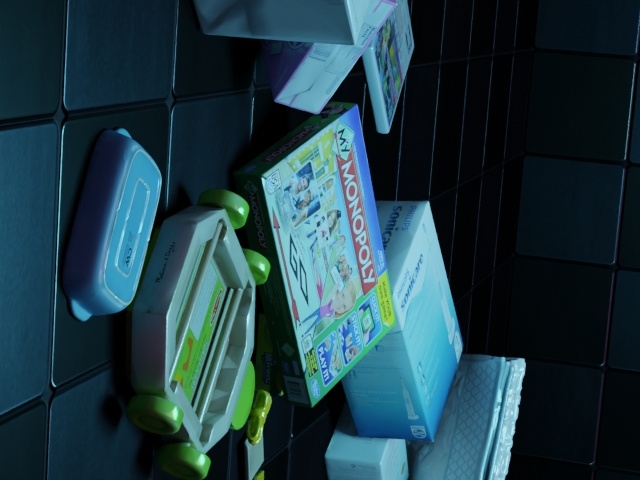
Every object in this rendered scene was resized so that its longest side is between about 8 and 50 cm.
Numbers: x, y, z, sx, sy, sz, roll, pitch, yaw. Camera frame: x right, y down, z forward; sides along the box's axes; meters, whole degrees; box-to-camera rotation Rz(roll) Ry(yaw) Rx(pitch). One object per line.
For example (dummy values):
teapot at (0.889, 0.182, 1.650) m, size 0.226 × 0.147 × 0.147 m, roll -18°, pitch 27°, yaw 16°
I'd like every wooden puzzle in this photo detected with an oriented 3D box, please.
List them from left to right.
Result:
wooden puzzle at (-0.086, 0.268, 1.966) m, size 0.078 × 0.014 × 0.116 m, roll -55°, pitch 148°, yaw -67°

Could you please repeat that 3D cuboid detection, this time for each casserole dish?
casserole dish at (-0.190, -0.014, 1.450) m, size 0.114 × 0.037 × 0.188 m, roll 56°, pitch 45°, yaw -66°

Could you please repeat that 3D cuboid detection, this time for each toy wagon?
toy wagon at (-0.123, 0.121, 1.680) m, size 0.344 × 0.068 × 0.267 m, roll 73°, pitch 29°, yaw -56°

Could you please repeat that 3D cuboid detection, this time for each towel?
towel at (0.184, 0.342, 2.494) m, size 0.053 × 0.317 × 0.332 m, roll 20°, pitch 75°, yaw -32°

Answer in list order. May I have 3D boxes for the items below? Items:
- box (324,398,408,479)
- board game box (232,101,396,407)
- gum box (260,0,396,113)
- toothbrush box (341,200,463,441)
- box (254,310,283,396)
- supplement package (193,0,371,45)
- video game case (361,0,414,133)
box at (0.073, 0.349, 2.403) m, size 0.130 × 0.091 × 0.170 m, roll -67°, pitch 157°, yaw -47°
board game box at (0.000, 0.016, 1.919) m, size 0.213 × 0.046 × 0.317 m, roll -40°, pitch 127°, yaw -44°
gum box at (0.008, -0.249, 1.749) m, size 0.188 × 0.062 × 0.107 m, roll -52°, pitch -143°, yaw 37°
toothbrush box at (0.108, 0.118, 2.301) m, size 0.216 × 0.126 × 0.296 m, roll -66°, pitch 149°, yaw -45°
box at (-0.044, 0.134, 2.002) m, size 0.179 × 0.043 × 0.105 m, roll -28°, pitch 124°, yaw -73°
supplement package at (-0.019, -0.373, 1.632) m, size 0.177 × 0.175 × 0.293 m, roll 75°, pitch 27°, yaw -50°
video game case at (0.102, -0.295, 2.360) m, size 0.201 × 0.023 × 0.183 m, roll 75°, pitch 27°, yaw -54°
